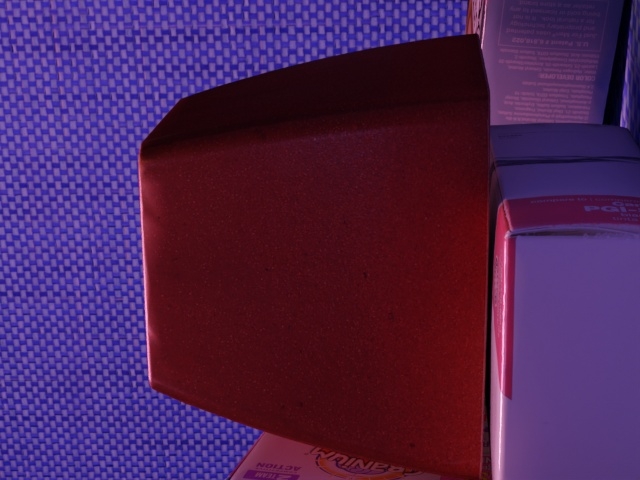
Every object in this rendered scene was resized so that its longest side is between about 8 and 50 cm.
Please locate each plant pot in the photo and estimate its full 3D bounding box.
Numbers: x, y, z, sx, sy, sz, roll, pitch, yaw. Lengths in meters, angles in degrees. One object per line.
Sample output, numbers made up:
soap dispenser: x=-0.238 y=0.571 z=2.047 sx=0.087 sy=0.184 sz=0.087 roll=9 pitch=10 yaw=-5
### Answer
plant pot: x=0.000 y=0.000 z=1.075 sx=0.267 sy=0.236 sz=0.267 roll=-77 pitch=-13 yaw=-73

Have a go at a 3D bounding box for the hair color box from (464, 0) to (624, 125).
hair color box: x=0.183 y=-0.151 z=1.284 sx=0.185 sy=0.114 sz=0.374 roll=-85 pitch=-3 yaw=-51

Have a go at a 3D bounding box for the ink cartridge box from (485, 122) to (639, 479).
ink cartridge box: x=0.173 y=0.046 z=1.017 sx=0.283 sy=0.117 sz=0.207 roll=-77 pitch=-14 yaw=-72

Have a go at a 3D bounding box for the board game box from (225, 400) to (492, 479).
board game box: x=0.090 y=0.156 z=1.146 sx=0.316 sy=0.242 sz=0.064 roll=-46 pitch=-44 yaw=-64
